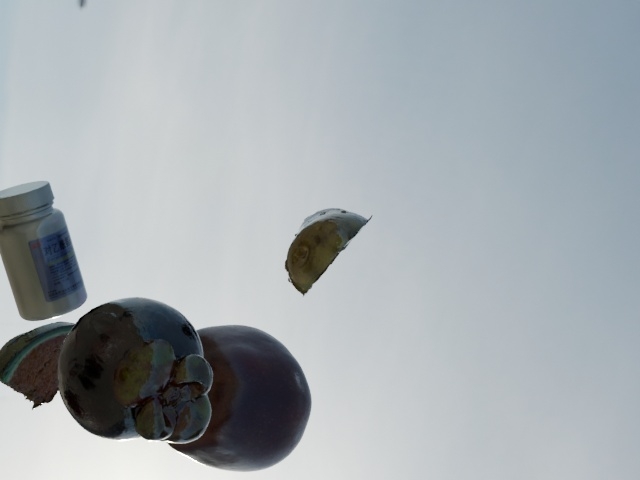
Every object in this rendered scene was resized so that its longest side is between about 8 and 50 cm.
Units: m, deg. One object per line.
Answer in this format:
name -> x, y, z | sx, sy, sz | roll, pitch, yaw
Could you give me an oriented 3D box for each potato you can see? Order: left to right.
potato -> 0.000, 0.000, 1.545 | 0.164, 0.081, 0.200 | -49, -179, 5

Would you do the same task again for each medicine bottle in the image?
medicine bottle -> -0.410, 0.015, 1.465 | 0.103, 0.103, 0.186 | 15, -59, 60

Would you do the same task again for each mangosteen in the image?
mangosteen -> -0.243, 0.172, 1.331 | 0.210, 0.210, 0.209 | -12, -104, 59

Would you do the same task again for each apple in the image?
apple -> -0.172, 0.304, 1.982 | 0.288, 0.317, 0.288 | -13, -112, 35

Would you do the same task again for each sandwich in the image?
sandwich -> -0.605, 0.253, 2.180 | 0.079, 0.235, 0.159 | 5, -50, 34
